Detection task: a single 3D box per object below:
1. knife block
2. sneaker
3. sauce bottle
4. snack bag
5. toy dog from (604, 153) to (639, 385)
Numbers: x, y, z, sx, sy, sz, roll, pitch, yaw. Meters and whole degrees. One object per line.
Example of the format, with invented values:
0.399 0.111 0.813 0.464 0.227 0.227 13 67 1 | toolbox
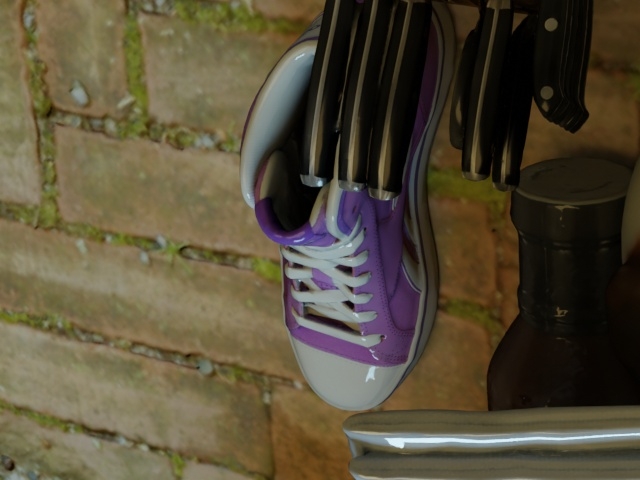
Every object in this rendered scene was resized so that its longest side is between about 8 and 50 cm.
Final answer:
0.048 -0.165 0.706 0.242 0.088 0.275 -36 78 14 | knife block
-0.001 0.000 0.850 0.102 0.161 0.282 12 119 20 | sneaker
0.151 0.124 0.858 0.111 0.111 0.344 7 118 25 | sauce bottle
0.196 0.136 0.676 0.343 0.037 0.323 -1 156 10 | snack bag
0.281 -0.067 0.593 0.395 0.284 0.408 30 131 0 | toy dog
